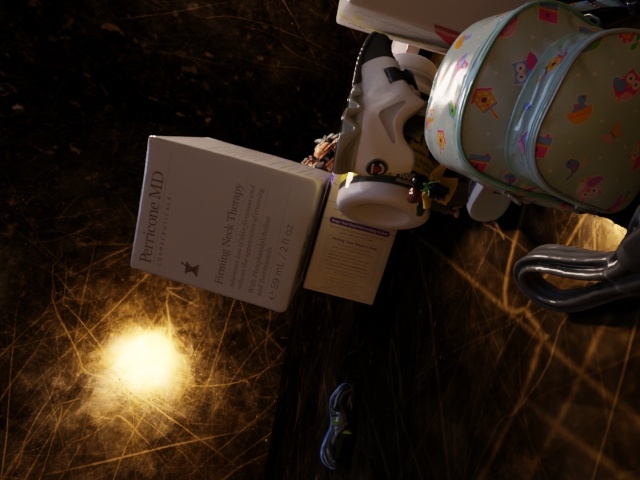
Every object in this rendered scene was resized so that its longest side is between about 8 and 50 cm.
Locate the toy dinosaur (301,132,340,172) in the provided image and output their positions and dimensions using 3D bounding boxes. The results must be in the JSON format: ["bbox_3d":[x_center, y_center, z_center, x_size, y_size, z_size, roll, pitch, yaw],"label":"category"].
[{"bbox_3d":[0.033,-0.263,1.367,0.164,0.322,0.218,67,-154,-13],"label":"toy dinosaur"}]

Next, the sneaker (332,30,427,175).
[{"bbox_3d":[0.119,-0.233,0.717,0.122,0.147,0.330,91,-171,-59],"label":"sneaker"}]

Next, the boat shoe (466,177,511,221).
[{"bbox_3d":[0.236,-0.112,0.533,0.183,0.065,0.083,106,173,-53],"label":"boat shoe"}]

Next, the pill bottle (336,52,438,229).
[{"bbox_3d":[0.153,-0.205,0.860,0.188,0.188,0.333,130,152,-73],"label":"pill bottle"}]

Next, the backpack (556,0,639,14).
[{"bbox_3d":[0.265,-0.301,0.410,0.116,0.159,0.173,-63,0,24],"label":"backpack"}]

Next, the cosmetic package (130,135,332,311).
[{"bbox_3d":[-0.208,-0.064,1.082,0.327,0.395,0.328,-61,-14,-75],"label":"cosmetic package"}]

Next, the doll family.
[{"bbox_3d":[0.200,-0.113,0.648,0.076,0.112,0.192,-93,19,-66],"label":"doll family"}]

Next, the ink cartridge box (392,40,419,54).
[{"bbox_3d":[0.291,-0.666,1.160,0.261,0.066,0.295,-91,16,-62],"label":"ink cartridge box"}]

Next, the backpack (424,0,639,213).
[{"bbox_3d":[0.199,-0.115,0.369,0.144,0.189,0.165,-95,22,-68],"label":"backpack"}]

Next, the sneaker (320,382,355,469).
[{"bbox_3d":[0.053,0.429,0.958,0.078,0.067,0.187,-14,59,57],"label":"sneaker"}]

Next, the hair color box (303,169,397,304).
[{"bbox_3d":[0.086,-0.028,1.033,0.110,0.186,0.338,-94,20,-75],"label":"hair color box"}]

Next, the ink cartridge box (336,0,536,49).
[{"bbox_3d":[0.185,-0.433,0.719,0.384,0.280,0.160,-91,16,-65],"label":"ink cartridge box"}]

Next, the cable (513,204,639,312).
[{"bbox_3d":[0.247,0.007,0.296,0.072,0.139,0.287,-42,-19,-10],"label":"cable"}]
